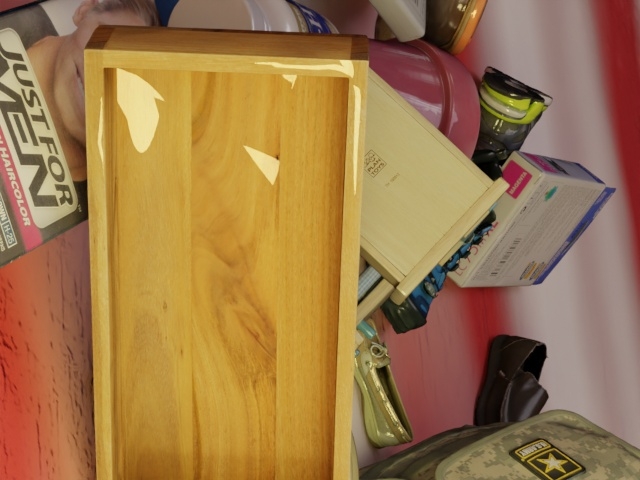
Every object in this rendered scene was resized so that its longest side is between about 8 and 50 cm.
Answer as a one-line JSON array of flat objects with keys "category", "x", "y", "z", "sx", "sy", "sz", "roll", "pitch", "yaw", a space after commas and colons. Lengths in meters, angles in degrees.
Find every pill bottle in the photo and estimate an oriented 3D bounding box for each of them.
[{"category": "pill bottle", "x": -0.059, "y": -0.172, "z": 1.461, "sx": 0.187, "sy": 0.112, "sz": 0.112, "roll": 8, "pitch": 71, "yaw": -68}]

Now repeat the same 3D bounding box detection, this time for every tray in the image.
[{"category": "tray", "x": -0.072, "y": 0.042, "z": 1.257, "sx": 0.076, "sy": 0.203, "sz": 0.411, "roll": -86, "pitch": 178, "yaw": -66}]

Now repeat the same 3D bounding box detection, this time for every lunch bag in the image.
[{"category": "lunch bag", "x": 0.185, "y": 0.277, "z": 1.658, "sx": 0.235, "sy": 0.287, "sz": 0.169, "roll": -17, "pitch": 94, "yaw": -40}]

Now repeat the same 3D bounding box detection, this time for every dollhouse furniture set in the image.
[{"category": "dollhouse furniture set", "x": 0.000, "y": 0.000, "z": 1.516, "sx": 0.198, "sy": 0.286, "sz": 0.303, "roll": 43, "pitch": -13, "yaw": 5}]

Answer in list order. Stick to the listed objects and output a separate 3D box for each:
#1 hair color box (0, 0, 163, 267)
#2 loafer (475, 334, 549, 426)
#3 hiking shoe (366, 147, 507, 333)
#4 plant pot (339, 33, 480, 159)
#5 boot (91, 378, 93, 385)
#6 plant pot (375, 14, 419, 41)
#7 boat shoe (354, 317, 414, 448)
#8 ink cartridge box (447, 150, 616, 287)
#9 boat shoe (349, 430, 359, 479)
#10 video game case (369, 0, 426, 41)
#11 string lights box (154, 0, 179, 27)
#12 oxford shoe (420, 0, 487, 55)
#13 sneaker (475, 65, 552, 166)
[{"category": "hair color box", "x": -0.233, "y": -0.097, "z": 1.288, "sx": 0.347, "sy": 0.105, "sz": 0.174, "roll": -40, "pitch": 114, "yaw": -62}, {"category": "loafer", "x": 0.258, "y": 0.207, "z": 2.131, "sx": 0.080, "sy": 0.078, "sz": 0.220, "roll": 53, "pitch": 35, "yaw": -39}, {"category": "hiking shoe", "x": 0.140, "y": -0.016, "z": 1.944, "sx": 0.113, "sy": 0.132, "sz": 0.304, "roll": 57, "pitch": 32, "yaw": -33}, {"category": "plant pot", "x": 0.045, "y": -0.142, "z": 1.775, "sx": 0.180, "sy": 0.201, "sz": 0.201, "roll": 19, "pitch": 60, "yaw": -42}, {"category": "boot", "x": -0.099, "y": 0.155, "z": 1.410, "sx": 0.219, "sy": 0.082, "sz": 0.106, "roll": 40, "pitch": 44, "yaw": 1}, {"category": "plant pot", "x": 0.141, "y": -0.211, "z": 2.152, "sx": 0.236, "sy": 0.032, "sz": 0.236, "roll": 37, "pitch": 46, "yaw": -51}, {"category": "boat shoe", "x": 0.068, "y": 0.156, "z": 1.819, "sx": 0.056, "sy": 0.048, "sz": 0.153, "roll": 2, "pitch": 76, "yaw": -63}, {"category": "ink cartridge box", "x": 0.282, "y": -0.024, "z": 2.183, "sx": 0.065, "sy": 0.186, "sz": 0.311, "roll": 42, "pitch": 17, "yaw": 24}, {"category": "boat shoe", "x": -0.050, "y": 0.260, "z": 1.469, "sx": 0.123, "sy": 0.123, "sz": 0.342, "roll": 39, "pitch": 50, "yaw": -52}, {"category": "video game case", "x": 0.032, "y": -0.419, "z": 1.700, "sx": 0.329, "sy": 0.036, "sz": 0.300, "roll": 45, "pitch": 41, "yaw": -48}, {"category": "string lights box", "x": -0.100, "y": -0.162, "z": 1.606, "sx": 0.133, "sy": 0.077, "sz": 0.259, "roll": -35, "pitch": 110, "yaw": -63}, {"category": "oxford shoe", "x": 0.103, "y": -0.308, "z": 1.901, "sx": 0.133, "sy": 0.130, "sz": 0.363, "roll": 18, "pitch": 14, "yaw": -18}, {"category": "sneaker", "x": 0.250, "y": -0.171, "z": 2.282, "sx": 0.121, "sy": 0.111, "sz": 0.300, "roll": -63, "pitch": 171, "yaw": 11}]
